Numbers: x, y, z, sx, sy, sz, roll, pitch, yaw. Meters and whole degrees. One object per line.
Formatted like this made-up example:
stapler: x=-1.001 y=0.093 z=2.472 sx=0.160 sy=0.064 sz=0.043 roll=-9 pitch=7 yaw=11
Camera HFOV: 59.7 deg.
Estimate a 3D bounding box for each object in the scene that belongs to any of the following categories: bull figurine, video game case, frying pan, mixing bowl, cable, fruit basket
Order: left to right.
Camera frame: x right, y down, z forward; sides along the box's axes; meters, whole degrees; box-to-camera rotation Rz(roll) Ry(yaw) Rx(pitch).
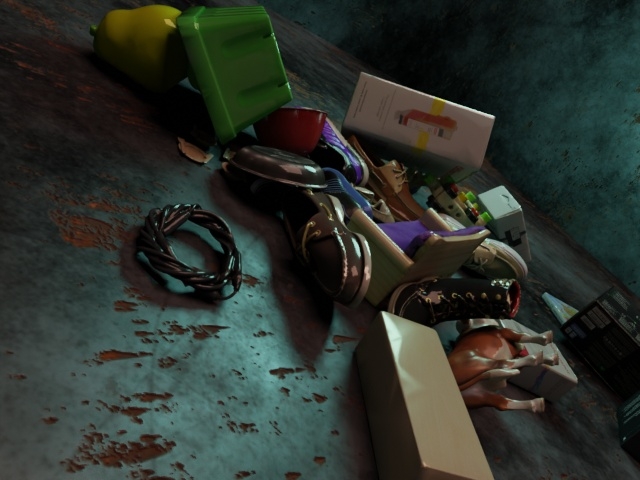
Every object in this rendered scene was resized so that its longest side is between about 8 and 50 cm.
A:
cable: x=-0.182 y=0.007 z=0.789 sx=0.150 sy=0.047 sz=0.184 roll=20 pitch=31 yaw=-23
fruit basket: x=-0.268 y=-0.369 z=1.172 sx=0.392 sy=0.392 sz=0.283 roll=-89 pitch=164 yaw=-62
mixing bowl: x=-0.075 y=-0.244 z=1.285 sx=0.181 sy=0.098 sz=0.181 roll=2 pitch=5 yaw=0
frying pan: x=-0.053 y=-0.153 z=1.147 sx=0.197 sy=0.053 sz=0.326 roll=21 pitch=16 yaw=19
bull figurine: x=0.300 y=0.200 z=0.967 sx=0.310 sy=0.188 sz=0.101 roll=-31 pitch=112 yaw=-57
video game case: x=0.780 y=0.259 z=1.671 sx=0.212 sy=0.023 sz=0.193 roll=27 pitch=25 yaw=-22

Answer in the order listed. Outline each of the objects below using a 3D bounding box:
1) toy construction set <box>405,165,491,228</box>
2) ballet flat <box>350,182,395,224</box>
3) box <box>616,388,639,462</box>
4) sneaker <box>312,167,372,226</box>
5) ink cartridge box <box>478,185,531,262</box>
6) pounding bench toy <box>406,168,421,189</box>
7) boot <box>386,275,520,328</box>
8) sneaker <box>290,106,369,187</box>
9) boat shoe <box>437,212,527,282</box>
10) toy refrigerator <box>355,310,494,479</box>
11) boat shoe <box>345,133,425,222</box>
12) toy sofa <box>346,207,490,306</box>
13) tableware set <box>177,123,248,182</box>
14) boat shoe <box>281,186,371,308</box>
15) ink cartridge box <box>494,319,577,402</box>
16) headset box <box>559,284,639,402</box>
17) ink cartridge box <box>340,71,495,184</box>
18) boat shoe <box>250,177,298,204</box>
toy construction set: x=0.362 y=-0.116 z=1.624 sx=0.327 sy=0.151 sz=0.215 roll=29 pitch=25 yaw=-17
ballet flat: x=0.128 y=-0.087 z=1.370 sx=0.168 sy=0.052 sz=0.057 roll=27 pitch=25 yaw=-21
box: x=0.771 y=0.351 z=1.188 sx=0.103 sy=0.261 sz=0.184 roll=44 pitch=25 yaw=15
sneaker: x=0.017 y=-0.090 z=1.191 sx=0.090 sy=0.081 sz=0.232 roll=-13 pitch=33 yaw=-24
ink cartridge box: x=0.568 y=-0.040 z=1.724 sx=0.153 sy=0.086 sz=0.208 roll=-102 pitch=171 yaw=-56
pounding bench toy: x=0.288 y=-0.195 z=1.793 sx=0.065 sy=0.052 sz=0.083 roll=45 pitch=25 yaw=19
boot: x=0.235 y=0.112 z=0.976 sx=0.178 sy=0.085 sz=0.236 roll=-2 pitch=10 yaw=35
sneaker: x=-0.009 y=-0.243 z=1.408 sx=0.293 sy=0.102 sz=0.146 roll=45 pitch=25 yaw=18
boat shoe: x=0.409 y=0.039 z=1.494 sx=0.302 sy=0.109 sz=0.094 roll=29 pitch=38 yaw=4
toy refrigerator: x=0.123 y=0.224 z=0.744 sx=0.102 sy=0.094 sz=0.269 roll=21 pitch=26 yaw=-17
boat shoe: x=0.167 y=-0.156 z=1.467 sx=0.324 sy=0.120 sz=0.122 roll=40 pitch=24 yaw=9
toy sofa: x=0.192 y=0.003 z=1.141 sx=0.150 sy=0.177 sz=0.362 roll=47 pitch=26 yaw=22
tableware set: x=-0.203 y=-0.169 z=1.107 sx=0.168 sy=0.020 sz=0.141 roll=28 pitch=25 yaw=-19
boat shoe: x=0.000 y=0.000 z=0.963 sx=0.096 sy=0.117 sz=0.324 roll=21 pitch=24 yaw=-23
ink cartridge box: x=0.418 y=0.239 z=1.144 sx=0.175 sy=0.072 sz=0.127 roll=28 pitch=24 yaw=-19
headset box: x=0.817 y=0.269 z=1.521 sx=0.283 sy=0.131 sz=0.246 roll=-9 pitch=56 yaw=-53
ink cartridge box: x=0.261 y=-0.310 z=1.597 sx=0.384 sy=0.160 sz=0.279 roll=19 pitch=-2 yaw=0
boat shoe: x=-0.078 y=-0.092 z=1.102 sx=0.142 sy=0.049 sz=0.040 roll=6 pitch=38 yaw=-53
